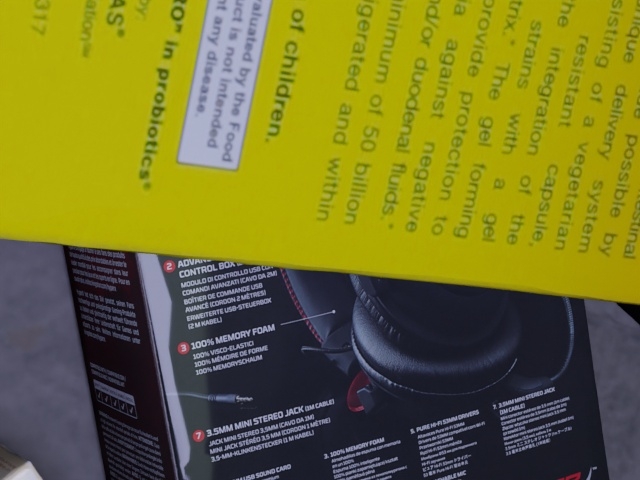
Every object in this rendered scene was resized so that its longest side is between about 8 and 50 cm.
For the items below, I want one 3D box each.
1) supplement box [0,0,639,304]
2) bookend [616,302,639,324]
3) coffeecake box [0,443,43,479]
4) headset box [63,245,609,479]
[{"bbox_3d":[0.001,-0.102,0.567,0.356,0.194,0.195,6,101,-28],"label":"supplement box"},{"bbox_3d":[0.184,-0.055,0.871,0.156,0.072,0.157,39,75,-24],"label":"bookend"},{"bbox_3d":[-0.167,0.202,0.713,0.185,0.068,0.142,-39,107,-19],"label":"coffeecake box"},{"bbox_3d":[0.000,0.000,0.762,0.218,0.110,0.293,-14,99,-25],"label":"headset box"}]
